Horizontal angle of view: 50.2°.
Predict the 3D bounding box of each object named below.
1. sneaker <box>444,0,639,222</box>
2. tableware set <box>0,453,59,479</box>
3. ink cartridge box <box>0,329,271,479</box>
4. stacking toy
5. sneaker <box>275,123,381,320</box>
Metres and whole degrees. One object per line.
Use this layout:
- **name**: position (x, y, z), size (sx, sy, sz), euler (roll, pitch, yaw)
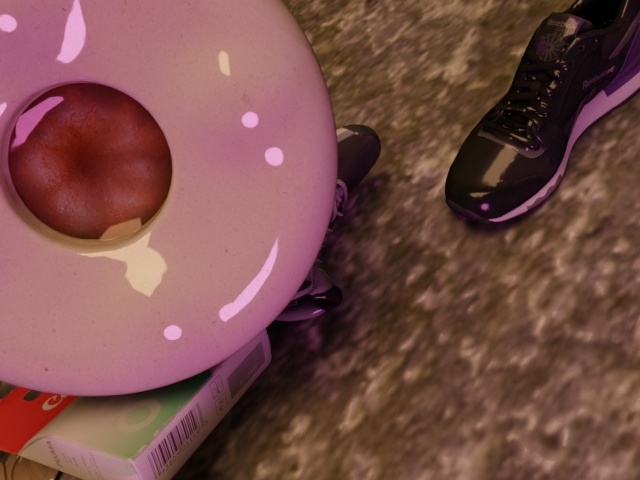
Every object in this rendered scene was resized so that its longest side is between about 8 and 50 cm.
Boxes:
- **sneaker**: position (0.208, -0.146, 0.648), size (0.107, 0.124, 0.283), euler (31, 70, 38)
- **tableware set**: position (-0.286, 0.258, 0.607), size (0.168, 0.020, 0.141), euler (-38, 50, -9)
- **ink cartridge box**: position (-0.184, 0.121, 0.606), size (0.224, 0.056, 0.181), euler (9, 33, 27)
- **stacking toy**: position (-0.183, -0.103, 0.661), size (0.350, 0.351, 0.480), euler (-27, 17, 1)
- **sneaker**: position (0.000, 0.000, 0.659), size (0.228, 0.086, 0.132), euler (-44, 55, -1)
